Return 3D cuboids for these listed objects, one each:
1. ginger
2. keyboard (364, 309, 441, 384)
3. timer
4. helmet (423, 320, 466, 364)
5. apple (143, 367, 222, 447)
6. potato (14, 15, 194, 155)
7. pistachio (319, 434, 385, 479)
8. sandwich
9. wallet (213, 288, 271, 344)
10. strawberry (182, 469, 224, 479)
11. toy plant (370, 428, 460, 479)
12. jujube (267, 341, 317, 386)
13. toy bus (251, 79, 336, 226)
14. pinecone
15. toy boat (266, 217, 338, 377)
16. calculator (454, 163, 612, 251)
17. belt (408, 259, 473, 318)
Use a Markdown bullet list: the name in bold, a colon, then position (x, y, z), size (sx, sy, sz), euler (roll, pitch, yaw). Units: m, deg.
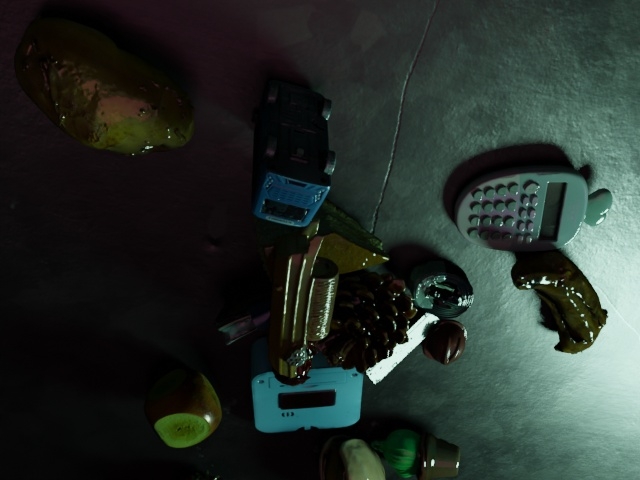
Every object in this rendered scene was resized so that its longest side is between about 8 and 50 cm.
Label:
- **ginger**: position (0.487, 0.118, 1.721), size (0.133, 0.107, 0.309), euler (-25, 125, 17)
- **keyboard**: position (0.166, 0.213, 1.753), size (0.195, 0.018, 0.060), euler (-42, 128, -9)
- **timer**: position (-0.031, 0.310, 1.823), size (0.231, 0.091, 0.250), euler (-3, 135, -5)
- **helmet**: position (0.267, 0.228, 1.796), size (0.089, 0.057, 0.111), euler (7, 122, -14)
- **apple**: position (-0.281, 0.346, 1.744), size (0.147, 0.163, 0.146), euler (-30, 114, -5)
- **potato**: position (-0.343, -0.232, 1.371), size (0.300, 0.140, 0.173), euler (29, 111, -19)
- **pistachio**: position (0.077, 0.539, 1.939), size (0.137, 0.153, 0.238), euler (4, 132, 41)
- **sandwich**: position (0.000, 0.000, 1.580), size (0.235, 0.122, 0.128), euler (-11, 128, -3)
- **wallet**: position (-0.098, 0.127, 1.639), size (0.202, 0.141, 0.059), euler (-22, 97, 8)
- **strawberry**: position (-0.265, 0.596, 1.942), size (0.131, 0.131, 0.148), euler (10, 123, -13)
- **toy plant**: position (0.212, 0.486, 1.940), size (0.200, 0.105, 0.143), euler (8, 138, 9)
- **jujube**: position (-0.059, 0.203, 1.683), size (0.104, 0.166, 0.104), euler (8, 143, 6)
- **toy bus**: position (-0.052, -0.146, 1.403), size (0.113, 0.246, 0.134), euler (13, 132, -15)
- **pinecone**: position (0.072, 0.159, 1.637), size (0.212, 0.168, 0.186), euler (-35, 138, -30)
- **toy boat**: position (-0.031, 0.107, 1.508), size (0.115, 0.089, 0.310), euler (2, 120, -7)
- **calculator**: position (0.402, -0.060, 1.630), size (0.298, 0.041, 0.186), euler (-3, 124, -2)
- **belt**: position (0.240, 0.098, 1.705), size (0.140, 0.058, 0.105), euler (19, 116, -17)
